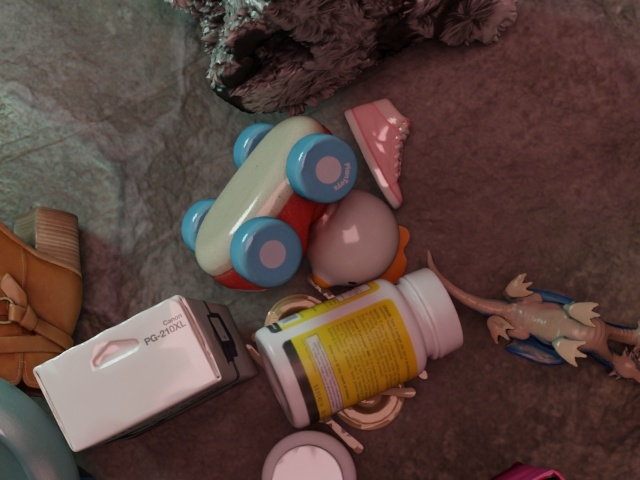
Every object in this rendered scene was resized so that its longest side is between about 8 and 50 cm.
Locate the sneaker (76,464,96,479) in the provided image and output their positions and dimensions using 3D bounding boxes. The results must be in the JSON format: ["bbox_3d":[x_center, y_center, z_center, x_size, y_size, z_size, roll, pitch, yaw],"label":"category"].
[{"bbox_3d":[-0.350,0.292,1.380,0.211,0.080,0.081,9,103,3],"label":"sneaker"}]

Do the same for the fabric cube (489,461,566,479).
[{"bbox_3d":[0.186,0.403,1.256,0.259,0.258,0.254,-31,82,-3],"label":"fabric cube"}]

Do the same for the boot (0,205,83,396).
[{"bbox_3d":[-0.402,0.063,1.347,0.283,0.109,0.220,12,70,-36],"label":"boot"}]

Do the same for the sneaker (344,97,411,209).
[{"bbox_3d":[0.085,-0.108,1.434,0.070,0.051,0.134,-24,78,3],"label":"sneaker"}]

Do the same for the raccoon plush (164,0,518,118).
[{"bbox_3d":[-0.026,-0.318,1.440,0.446,0.216,0.299,-2,50,-35],"label":"raccoon plush"}]

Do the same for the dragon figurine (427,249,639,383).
[{"bbox_3d":[0.256,0.096,1.384,0.289,0.144,0.085,16,84,22],"label":"dragon figurine"}]

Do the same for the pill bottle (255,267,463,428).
[{"bbox_3d":[0.044,0.114,1.334,0.208,0.119,0.119,-22,82,-10],"label":"pill bottle"}]

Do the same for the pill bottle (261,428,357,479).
[{"bbox_3d":[-0.011,0.258,1.315,0.103,0.184,0.103,0,82,1],"label":"pill bottle"}]

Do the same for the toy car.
[{"bbox_3d":[0.000,0.000,1.374,0.238,0.219,0.210,36,83,-23],"label":"toy car"}]

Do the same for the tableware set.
[{"bbox_3d":[0.015,0.141,1.405,0.194,0.039,0.128,41,84,6],"label":"tableware set"}]

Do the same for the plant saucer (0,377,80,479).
[{"bbox_3d":[-0.420,0.283,1.318,0.317,0.044,0.318,1,108,4],"label":"plant saucer"}]

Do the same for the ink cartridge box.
[{"bbox_3d":[-0.178,0.142,1.300,0.172,0.237,0.100,-27,82,3],"label":"ink cartridge box"}]
